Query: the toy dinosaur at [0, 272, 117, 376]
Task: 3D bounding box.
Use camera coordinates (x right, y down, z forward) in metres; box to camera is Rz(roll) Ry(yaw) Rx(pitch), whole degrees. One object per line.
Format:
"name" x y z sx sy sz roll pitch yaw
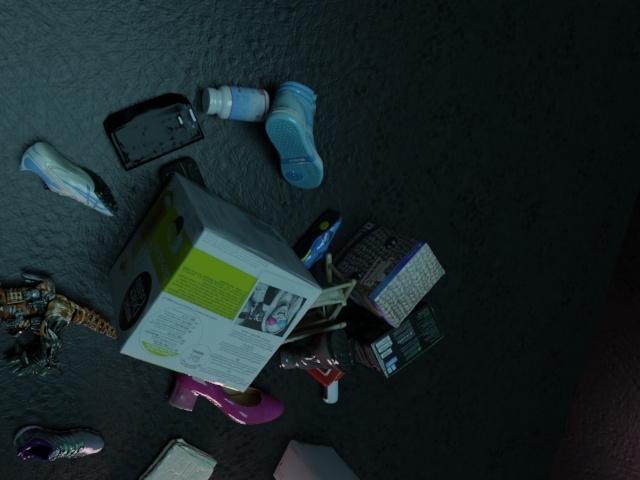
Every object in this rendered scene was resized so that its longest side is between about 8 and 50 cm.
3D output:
"toy dinosaur" -0.649 0.197 1.212 0.321 0.164 0.219 16 80 -13

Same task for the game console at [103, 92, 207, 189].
"game console" -0.379 -0.178 1.316 0.213 0.044 0.361 -28 118 -20

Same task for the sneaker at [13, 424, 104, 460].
"sneaker" -0.671 0.543 1.330 0.223 0.098 0.083 19 95 -35

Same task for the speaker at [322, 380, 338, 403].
"speaker" 0.034 0.490 1.781 0.055 0.055 0.136 -11 111 -29

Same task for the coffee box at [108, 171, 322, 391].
"coffee box" -0.272 0.102 1.258 0.338 0.337 0.334 30 101 -35

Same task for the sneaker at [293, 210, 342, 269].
"sneaker" 0.000 0.000 1.600 0.209 0.069 0.082 -51 136 -8

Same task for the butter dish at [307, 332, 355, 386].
"butter dish" 0.042 0.394 1.703 0.160 0.160 0.118 -52 136 -8

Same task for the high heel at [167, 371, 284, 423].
"high heel" -0.250 0.434 1.535 0.377 0.127 0.181 17 106 -31

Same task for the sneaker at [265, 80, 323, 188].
"sneaker" -0.052 -0.303 1.434 0.319 0.127 0.208 73 22 -58

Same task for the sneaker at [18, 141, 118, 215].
"sneaker" -0.576 -0.131 1.193 0.086 0.085 0.237 -36 129 13

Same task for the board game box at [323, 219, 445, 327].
"board game box" 0.190 0.094 1.607 0.232 0.291 0.141 -46 124 -12

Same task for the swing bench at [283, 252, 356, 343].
"swing bench" -0.057 0.199 1.529 0.253 0.165 0.255 -11 128 -29

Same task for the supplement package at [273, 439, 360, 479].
"supplement package" 0.002 0.823 1.741 0.204 0.262 0.145 26 90 -35

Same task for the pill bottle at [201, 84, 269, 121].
"pill bottle" -0.219 -0.355 1.330 0.160 0.087 0.087 -4 107 -32

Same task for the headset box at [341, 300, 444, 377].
"headset box" 0.212 0.302 1.704 0.246 0.283 0.131 -30 104 -22

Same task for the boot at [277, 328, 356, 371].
"boot" -0.023 0.334 1.482 0.222 0.338 0.118 -8 70 8

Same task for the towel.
"towel" -0.465 0.743 1.556 0.282 0.049 0.187 -49 123 -9
